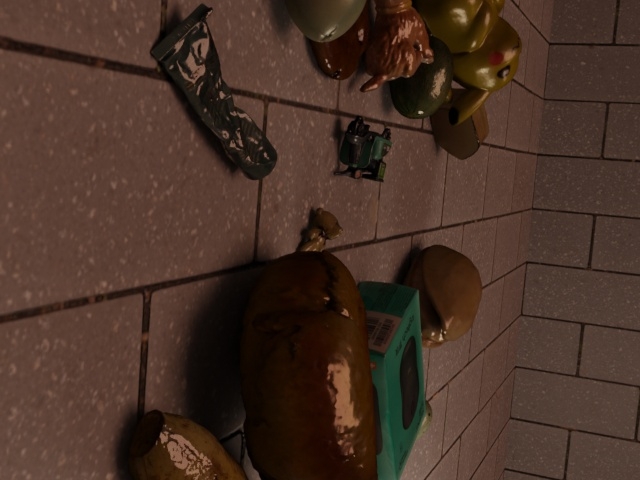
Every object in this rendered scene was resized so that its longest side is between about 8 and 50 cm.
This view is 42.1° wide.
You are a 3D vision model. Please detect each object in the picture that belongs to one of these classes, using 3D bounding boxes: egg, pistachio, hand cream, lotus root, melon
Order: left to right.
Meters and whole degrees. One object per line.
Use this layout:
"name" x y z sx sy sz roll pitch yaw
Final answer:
"lotus root" -0.138 0.283 0.932 0.110 0.097 0.258 -64 148 -33
"hand cream" -0.104 -0.150 0.937 0.248 0.052 0.075 63 39 -54
"egg" 0.007 -0.334 1.073 0.114 0.114 0.152 -8 103 -67
"egg" 0.196 0.386 1.793 0.110 0.085 0.085 -65 152 -24
"melon" 0.185 -0.304 1.524 0.114 0.114 0.167 31 71 -66
"pistachio" 0.252 0.116 1.758 0.181 0.162 0.293 59 35 -16

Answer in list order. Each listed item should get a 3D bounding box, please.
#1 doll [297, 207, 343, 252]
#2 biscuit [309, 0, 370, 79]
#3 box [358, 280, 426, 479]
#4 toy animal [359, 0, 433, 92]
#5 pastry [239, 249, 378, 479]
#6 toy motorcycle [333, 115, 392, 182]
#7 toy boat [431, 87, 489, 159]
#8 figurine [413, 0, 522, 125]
"doll" -0.008 -0.003 1.257 0.093 0.051 0.061 -40 142 -18
"biscuit" 0.031 -0.346 1.232 0.212 0.036 0.212 6 90 -68
"box" 0.105 0.256 1.490 0.205 0.118 0.311 -50 141 -51
"toy animal" 0.108 -0.354 1.348 0.184 0.104 0.185 -46 143 -42
"pastry" -0.013 0.183 1.072 0.356 0.164 0.356 -6 90 -86
"toy motorcycle" 0.073 -0.147 1.370 0.173 0.058 0.100 2 101 -70
"toy boat" 0.309 -0.251 1.846 0.061 0.116 0.188 -65 150 -28
"figurine" 0.290 -0.397 1.630 0.326 0.169 0.218 55 54 -27
